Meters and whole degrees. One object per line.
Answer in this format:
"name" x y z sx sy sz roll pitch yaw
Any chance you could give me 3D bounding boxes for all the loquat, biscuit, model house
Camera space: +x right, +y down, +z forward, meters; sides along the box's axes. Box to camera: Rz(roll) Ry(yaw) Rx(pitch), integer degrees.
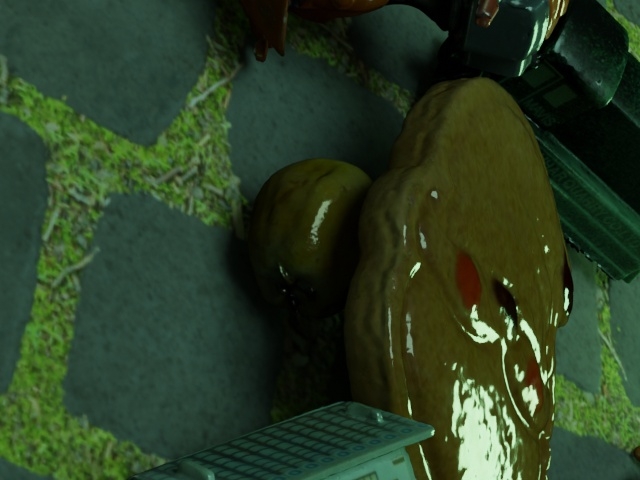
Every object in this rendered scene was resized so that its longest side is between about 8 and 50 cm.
"loquat" 0.000 0.000 1.473 0.137 0.113 0.137 -29 125 -51
"biscuit" 0.127 0.062 1.513 0.350 0.078 0.455 54 39 -39
"model house" -0.023 0.240 1.261 0.224 0.198 0.215 -14 83 -46

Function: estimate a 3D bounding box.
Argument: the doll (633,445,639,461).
"doll" 0.405 0.243 1.755 0.221 0.135 0.143 -1 38 -39

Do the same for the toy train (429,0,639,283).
"toy train" 0.261 -0.106 1.743 0.330 0.178 0.138 39 46 -22

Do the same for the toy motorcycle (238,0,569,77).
"toy motorcycle" 0.054 -0.231 1.566 0.325 0.148 0.221 15 41 8
